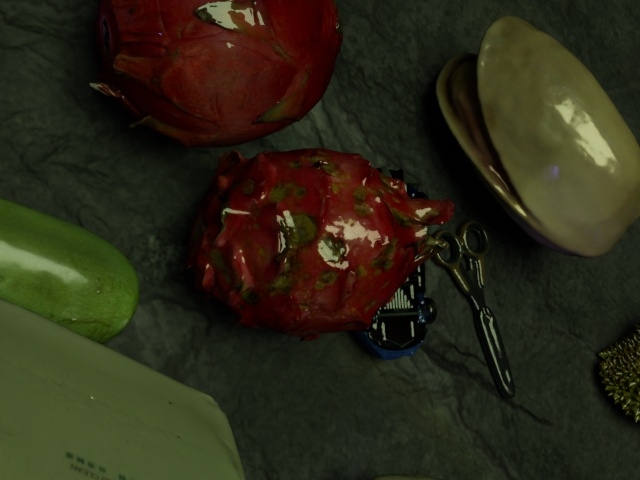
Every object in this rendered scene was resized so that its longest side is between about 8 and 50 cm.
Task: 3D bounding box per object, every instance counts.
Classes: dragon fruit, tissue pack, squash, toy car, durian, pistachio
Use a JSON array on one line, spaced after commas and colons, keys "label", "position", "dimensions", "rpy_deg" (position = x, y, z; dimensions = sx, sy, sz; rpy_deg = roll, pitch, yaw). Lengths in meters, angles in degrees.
[{"label": "dragon fruit", "position": [0.000, 0.000, 1.111], "dimensions": [0.268, 0.205, 0.210], "rpy_deg": [-7, 115, -1]}, {"label": "tissue pack", "position": [-0.246, 0.201, 0.865], "dimensions": [0.380, 0.297, 0.207], "rpy_deg": [29, 105, -25]}, {"label": "squash", "position": [-0.333, 0.003, 0.971], "dimensions": [0.371, 0.118, 0.118], "rpy_deg": [22, 68, -24]}, {"label": "toy car", "position": [0.070, 0.025, 1.246], "dimensions": [0.103, 0.063, 0.216], "rpy_deg": [0, 85, -31]}, {"label": "durian", "position": [0.462, 0.160, 1.439], "dimensions": [0.208, 0.102, 0.146], "rpy_deg": [-37, 93, -36]}, {"label": "pistachio", "position": [0.263, -0.113, 1.325], "dimensions": [0.187, 0.187, 0.299], "rpy_deg": [-41, 93, -32]}, {"label": "dragon fruit", "position": [-0.099, -0.208, 1.100], "dimensions": [0.252, 0.241, 0.240], "rpy_deg": [12, 72, -43]}]

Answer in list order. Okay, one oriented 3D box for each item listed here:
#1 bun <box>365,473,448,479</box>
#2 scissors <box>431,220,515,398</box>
[{"label": "bun", "position": [0.103, 0.373, 1.129], "dimensions": [0.273, 0.168, 0.272], "rpy_deg": [9, 66, -20]}, {"label": "scissors", "position": [0.194, 0.086, 1.337], "dimensions": [0.088, 0.017, 0.220], "rpy_deg": [-17, 89, -34]}]
